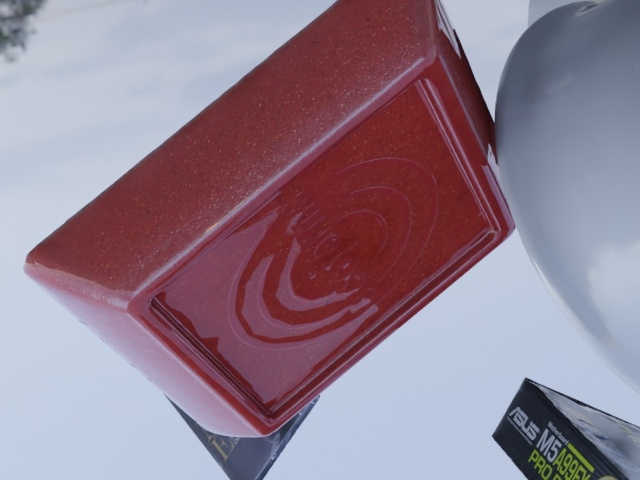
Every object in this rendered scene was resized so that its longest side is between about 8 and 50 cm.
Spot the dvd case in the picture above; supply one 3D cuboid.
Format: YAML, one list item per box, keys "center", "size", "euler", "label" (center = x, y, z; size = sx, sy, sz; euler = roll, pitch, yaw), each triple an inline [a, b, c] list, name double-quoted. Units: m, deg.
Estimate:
- center: [-0.109, 0.183, 1.819]
  size: [0.018, 0.165, 0.221]
  euler: [12, -153, -49]
  label: "dvd case"

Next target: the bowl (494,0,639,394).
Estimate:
- center: [0.258, -0.046, 0.873]
  size: [0.298, 0.298, 0.134]
  euler: [-26, 173, -43]
  label: "bowl"

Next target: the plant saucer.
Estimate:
- center: [0.000, 0.000, 0.827]
  size: [0.259, 0.258, 0.048]
  euler: [-39, -123, -2]
  label: "plant saucer"

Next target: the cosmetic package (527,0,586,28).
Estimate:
- center: [0.450, -0.197, 1.839]
  size: [0.365, 0.197, 0.155]
  euler: [8, 174, -22]
  label: "cosmetic package"

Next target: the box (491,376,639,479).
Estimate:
- center: [0.272, 0.213, 1.087]
  size: [0.216, 0.060, 0.270]
  euler: [23, -169, -21]
  label: "box"
